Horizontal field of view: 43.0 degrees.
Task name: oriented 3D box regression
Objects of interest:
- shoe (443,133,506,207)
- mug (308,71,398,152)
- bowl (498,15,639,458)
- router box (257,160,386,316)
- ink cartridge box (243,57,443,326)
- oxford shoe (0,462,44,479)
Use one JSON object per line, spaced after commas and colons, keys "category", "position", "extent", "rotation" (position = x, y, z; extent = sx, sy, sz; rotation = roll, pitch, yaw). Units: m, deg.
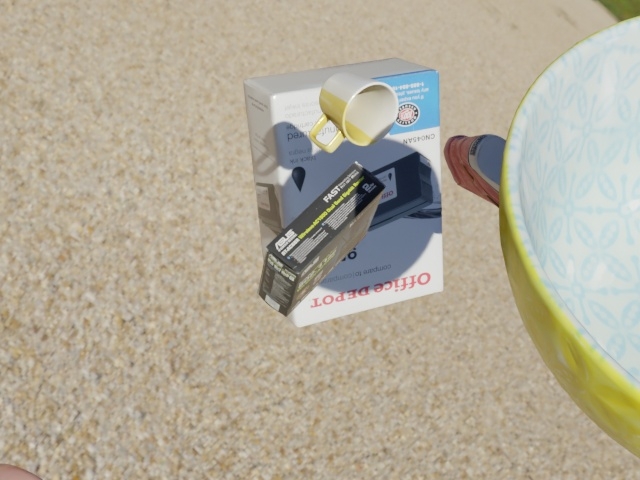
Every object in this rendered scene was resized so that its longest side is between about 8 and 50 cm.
{"category": "shoe", "position": [0.221, -0.063, 0.947], "extent": [0.178, 0.063, 0.081], "rotation": [38, -5, -23]}
{"category": "mug", "position": [0.024, -0.127, 0.768], "extent": [0.078, 0.062, 0.064], "rotation": [-25, 40, -22]}
{"category": "bowl", "position": [0.230, 0.027, 0.432], "extent": [0.290, 0.156, 0.289], "rotation": [0, 53, 0]}
{"category": "router box", "position": [0.000, 0.000, 0.717], "extent": [0.038, 0.092, 0.122], "rotation": [38, 63, 12]}
{"category": "ink cartridge box", "position": [0.046, -0.085, 1.367], "extent": [0.286, 0.394, 0.166], "rotation": [-12, 23, -17]}
{"category": "oxford shoe", "position": [-0.307, 0.338, 0.600], "extent": [0.140, 0.397, 0.146], "rotation": [29, 27, 6]}
